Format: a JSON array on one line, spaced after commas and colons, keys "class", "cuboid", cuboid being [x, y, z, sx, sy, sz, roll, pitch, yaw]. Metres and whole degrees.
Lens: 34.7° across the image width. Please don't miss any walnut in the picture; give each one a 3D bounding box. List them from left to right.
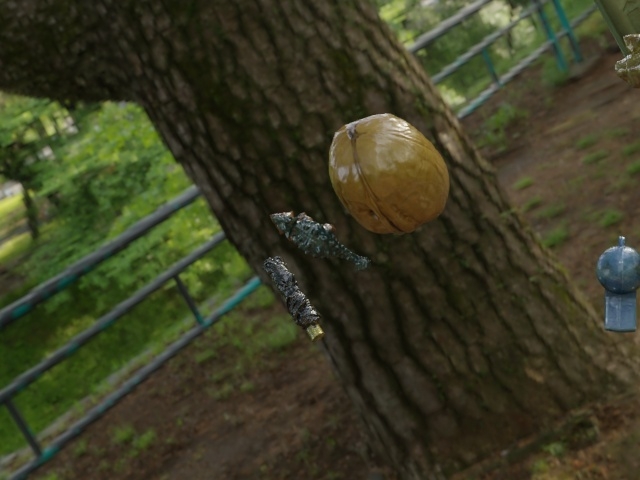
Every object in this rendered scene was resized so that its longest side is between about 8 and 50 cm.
[{"class": "walnut", "cuboid": [0.092, -0.082, 1.335, 0.144, 0.180, 0.144, -19, 43, 18]}]

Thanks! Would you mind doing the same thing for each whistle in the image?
[{"class": "whistle", "cuboid": [0.498, 0.066, 1.693, 0.090, 0.090, 0.157, -15, 59, 42]}]

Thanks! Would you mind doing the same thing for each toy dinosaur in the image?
[{"class": "toy dinosaur", "cuboid": [0.000, 0.000, 1.354, 0.049, 0.154, 0.055, -62, 14, 5]}]

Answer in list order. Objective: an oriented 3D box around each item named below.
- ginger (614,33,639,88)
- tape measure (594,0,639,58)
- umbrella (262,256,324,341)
[{"class": "ginger", "cuboid": [0.469, -0.197, 1.023, 0.333, 0.166, 0.080, -17, 4, 19]}, {"class": "tape measure", "cuboid": [0.465, -0.331, 1.340, 0.207, 0.235, 0.115, -30, 31, 17]}, {"class": "umbrella", "cuboid": [-0.037, 0.082, 1.453, 0.037, 0.144, 0.040, -36, -28, 3]}]
